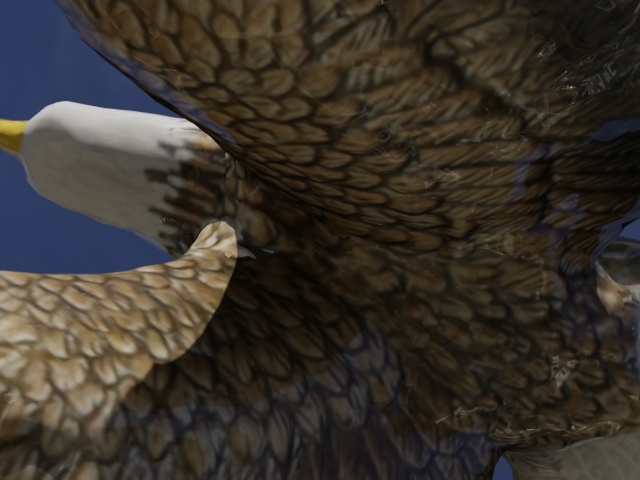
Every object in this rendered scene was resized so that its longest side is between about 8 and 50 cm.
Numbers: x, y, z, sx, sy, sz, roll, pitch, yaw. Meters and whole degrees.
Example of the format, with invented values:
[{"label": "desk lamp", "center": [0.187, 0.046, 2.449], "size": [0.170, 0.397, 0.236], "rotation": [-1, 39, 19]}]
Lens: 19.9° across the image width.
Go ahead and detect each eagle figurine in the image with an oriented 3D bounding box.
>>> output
[{"label": "eagle figurine", "center": [-0.010, 0.000, 0.453], "size": [0.225, 0.298, 0.226], "rotation": [-15, -96, 22]}]
